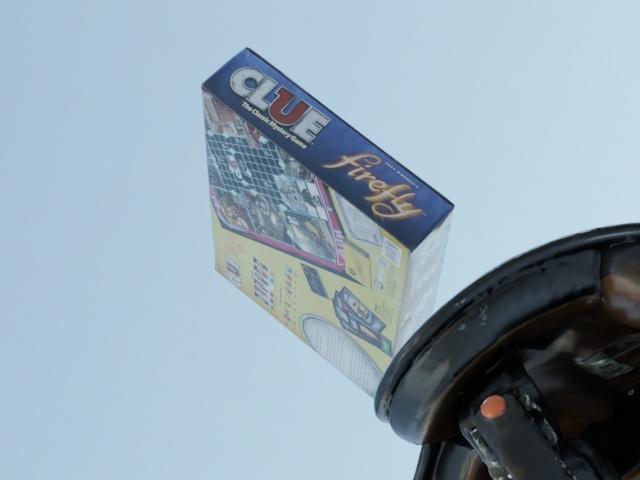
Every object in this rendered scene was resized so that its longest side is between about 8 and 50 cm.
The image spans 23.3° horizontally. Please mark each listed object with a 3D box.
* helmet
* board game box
[{"bbox_3d":[0.102,0.085,0.494,0.169,0.169,0.161,-61,-27,-20],"label":"helmet"},{"bbox_3d":[0.000,0.000,0.999,0.042,0.165,0.243,-45,-18,-21],"label":"board game box"}]
